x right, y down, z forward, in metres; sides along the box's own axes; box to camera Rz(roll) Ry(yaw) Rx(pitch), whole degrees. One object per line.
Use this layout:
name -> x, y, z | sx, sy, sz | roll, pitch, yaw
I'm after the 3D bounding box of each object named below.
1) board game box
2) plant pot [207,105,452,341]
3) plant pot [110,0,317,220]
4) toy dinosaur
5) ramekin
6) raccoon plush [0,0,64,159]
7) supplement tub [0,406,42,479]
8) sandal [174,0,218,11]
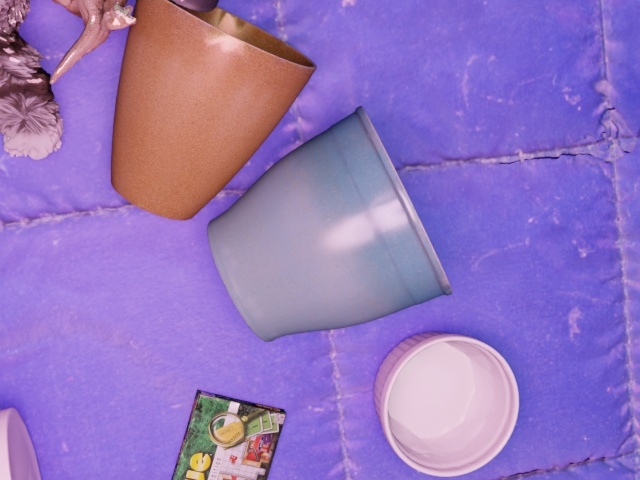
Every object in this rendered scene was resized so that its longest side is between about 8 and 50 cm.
board game box -> -0.150, 0.357, 1.229 | 0.136, 0.030, 0.260 | 15, 93, -12
plant pot -> 0.000, 0.000, 1.116 | 0.255, 0.271, 0.272 | -25, 102, 5
plant pot -> -0.164, -0.163, 1.084 | 0.237, 0.237, 0.254 | 23, 108, -15
toy dinosaur -> -0.283, -0.339, 1.035 | 0.127, 0.200, 0.296 | -1, 99, -14
ramekin -> 0.176, 0.232, 1.250 | 0.207, 0.109, 0.207 | -1, 96, -12
raccoon plush -> -0.441, -0.352, 1.038 | 0.216, 0.299, 0.446 | -2, 138, -3
supplement tub -> -0.524, 0.345, 1.030 | 0.331, 0.241, 0.241 | -13, 99, -12
sandal -> -0.150, -0.349, 1.042 | 0.097, 0.254, 0.054 | 24, 123, -7
